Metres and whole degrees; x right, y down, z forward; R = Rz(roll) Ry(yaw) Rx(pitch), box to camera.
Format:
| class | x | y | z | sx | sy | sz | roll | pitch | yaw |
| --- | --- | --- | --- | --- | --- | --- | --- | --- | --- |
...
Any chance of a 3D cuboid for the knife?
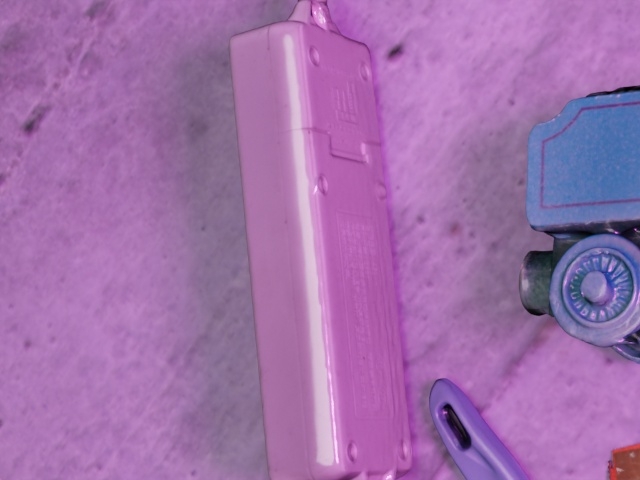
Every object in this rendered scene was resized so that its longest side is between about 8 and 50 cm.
| class | x | y | z | sx | sy | sz | roll | pitch | yaw |
| --- | --- | --- | --- | --- | --- | --- | --- | --- | --- |
| knife | 0.148 | 0.213 | 1.114 | 0.044 | 0.019 | 0.313 | -45 | 67 | 25 |

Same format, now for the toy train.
| class | x | y | z | sx | sy | sz | roll | pitch | yaw |
| --- | --- | --- | --- | --- | --- | --- | --- | --- | --- |
| toy train | 0.208 | -0.010 | 1.052 | 0.198 | 0.107 | 0.154 | -5 | 76 | 29 |

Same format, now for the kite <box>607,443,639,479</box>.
| class | x | y | z | sx | sy | sz | roll | pitch | yaw |
| --- | --- | --- | --- | --- | --- | --- | --- | --- | --- |
| kite | 0.285 | 0.241 | 1.017 | 0.377 | 0.013 | 0.327 | 41 | 99 | 32 |

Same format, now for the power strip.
| class | x | y | z | sx | sy | sz | roll | pitch | yaw |
| --- | --- | --- | --- | --- | --- | --- | --- | --- | --- |
| power strip | 0.000 | 0.000 | 1.171 | 0.058 | 0.098 | 0.338 | -10 | 80 | 31 |
